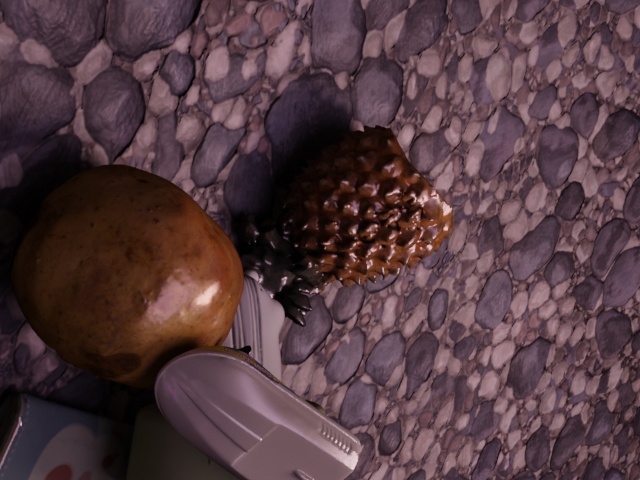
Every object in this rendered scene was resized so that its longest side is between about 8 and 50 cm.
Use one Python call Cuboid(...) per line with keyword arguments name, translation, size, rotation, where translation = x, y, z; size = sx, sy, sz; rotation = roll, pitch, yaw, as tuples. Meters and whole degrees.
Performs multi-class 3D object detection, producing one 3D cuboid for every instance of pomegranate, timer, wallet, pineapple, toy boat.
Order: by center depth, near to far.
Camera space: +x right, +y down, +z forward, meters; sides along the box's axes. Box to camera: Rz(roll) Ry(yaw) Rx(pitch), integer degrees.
Cuboid(name="toy boat", translation=(-0.081, 0.212, 1.630), size=(0.269, 0.141, 0.141), rotation=(43, 74, -15))
Cuboid(name="pomegranate", translation=(-0.238, 0.044, 1.648), size=(0.281, 0.281, 0.281), rotation=(-23, 125, -38))
Cuboid(name="timer", translation=(-0.124, 0.197, 1.821), size=(0.291, 0.291, 0.315), rotation=(-1, 89, -46))
Cuboid(name="wallet", translation=(-0.341, 0.359, 1.845), size=(0.360, 0.083, 0.252), rotation=(30, 82, -49))
Cuboid(name="pineapple", translation=(0.000, 0.000, 1.945), size=(0.357, 0.223, 0.223), rotation=(-34, 134, -4))

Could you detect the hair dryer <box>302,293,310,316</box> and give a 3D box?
Cuboid(name="hair dryer", translation=(-0.069, 0.103, 2.037), size=(0.114, 0.037, 0.063), rotation=(-33, 129, -22))
